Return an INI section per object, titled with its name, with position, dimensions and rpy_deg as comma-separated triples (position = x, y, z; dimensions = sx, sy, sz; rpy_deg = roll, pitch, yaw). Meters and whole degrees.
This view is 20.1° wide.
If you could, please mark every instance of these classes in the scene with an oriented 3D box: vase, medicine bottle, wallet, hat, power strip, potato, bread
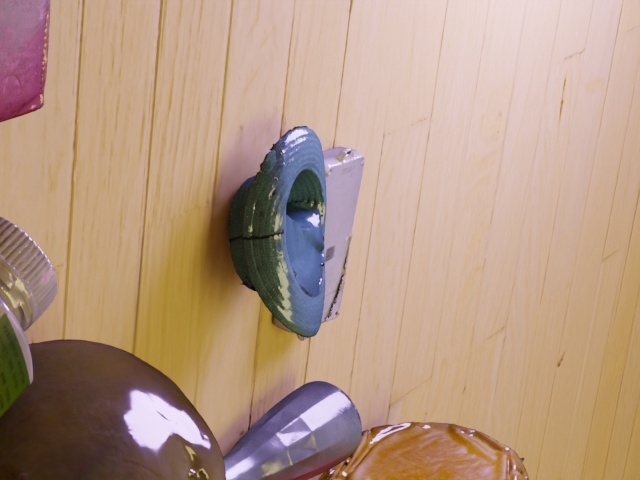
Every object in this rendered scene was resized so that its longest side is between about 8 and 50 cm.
[vase]
position = -0.054, 0.210, 1.735
dimensions = 0.214, 0.086, 0.086
rpy_deg = -26, 130, -49
[medicine bottle]
position = -0.263, 0.070, 1.190
dimensions = 0.188, 0.132, 0.088
rpy_deg = -51, 146, -35
[wallet]
position = -0.259, -0.117, 1.196
dimensions = 0.232, 0.025, 0.119
rpy_deg = -28, 130, -53
[hat]
position = -0.042, -0.008, 1.622
dimensions = 0.138, 0.078, 0.191
rpy_deg = 12, 77, -71
[power strip]
position = 0.000, 0.000, 1.743
dimensions = 0.081, 0.035, 0.192
rpy_deg = -21, 126, -57
[potato]
position = -0.201, 0.201, 1.265
dimensions = 0.326, 0.243, 0.221
rpy_deg = -39, 126, -45
[bread]
position = 0.106, 0.301, 1.923
dimensions = 0.253, 0.227, 0.142
rpy_deg = -37, 141, -58
